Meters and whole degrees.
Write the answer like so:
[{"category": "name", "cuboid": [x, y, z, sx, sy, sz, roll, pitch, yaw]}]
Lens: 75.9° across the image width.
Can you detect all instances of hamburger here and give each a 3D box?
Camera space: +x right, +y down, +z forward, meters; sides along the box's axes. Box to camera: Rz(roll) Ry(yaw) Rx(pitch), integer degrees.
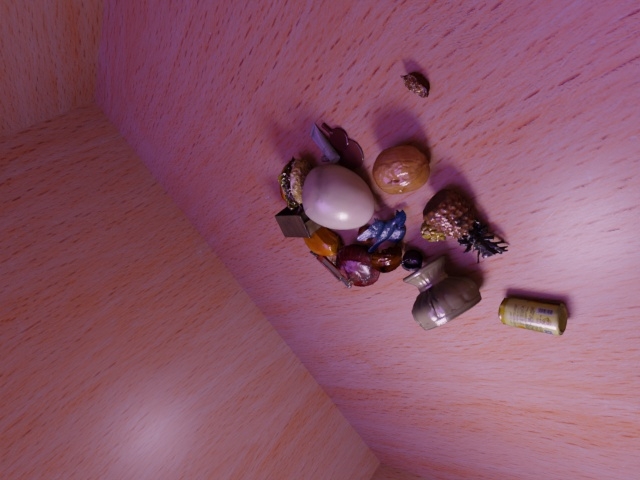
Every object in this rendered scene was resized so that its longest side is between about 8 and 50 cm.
[{"category": "hamburger", "cuboid": [-0.103, -0.276, 2.000, 0.139, 0.243, 0.261, 5, 135, 21]}]

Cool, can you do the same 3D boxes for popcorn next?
[{"category": "popcorn", "cuboid": [0.472, -0.044, 1.689, 0.116, 0.121, 0.106, 49, -179, 12]}]

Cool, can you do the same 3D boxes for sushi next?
[{"category": "sushi", "cuboid": [0.325, -0.534, 1.406, 0.118, 0.060, 0.061, 35, 149, 22]}]

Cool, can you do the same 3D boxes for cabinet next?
[{"category": "cabinet", "cuboid": [-0.095, -0.115, 2.201, 0.215, 0.175, 0.148, 2, 125, 47]}]

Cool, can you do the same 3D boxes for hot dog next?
[{"category": "hot dog", "cuboid": [0.313, 0.090, 1.926, 0.227, 0.161, 0.099, 68, -177, -77]}]

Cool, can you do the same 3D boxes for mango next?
[{"category": "mango", "cuboid": [0.000, 0.000, 2.254, 0.252, 0.126, 0.153, 24, 128, 34]}]

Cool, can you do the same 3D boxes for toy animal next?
[{"category": "toy animal", "cuboid": [0.290, -0.041, 1.852, 0.176, 0.239, 0.255, 51, 126, 58]}]

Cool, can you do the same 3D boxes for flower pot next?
[{"category": "flower pot", "cuboid": [0.507, 0.215, 1.774, 0.244, 0.308, 0.307, 61, 148, 10]}]

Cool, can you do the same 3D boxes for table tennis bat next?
[{"category": "table tennis bat", "cuboid": [0.061, -0.461, 1.806, 0.155, 0.019, 0.098, 45, 140, 12]}, {"category": "table tennis bat", "cuboid": [0.095, -0.384, 1.857, 0.247, 0.022, 0.138, 2, 121, 46]}]

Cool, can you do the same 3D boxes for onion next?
[{"category": "onion", "cuboid": [0.185, 0.141, 2.101, 0.252, 0.219, 0.252, 23, 142, 19]}]

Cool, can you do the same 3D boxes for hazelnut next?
[{"category": "hazelnut", "cuboid": [0.224, -0.027, 2.020, 0.086, 0.086, 0.086, 30, 142, 26]}]

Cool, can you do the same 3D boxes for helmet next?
[{"category": "helmet", "cuboid": [0.424, 0.087, 1.902, 0.098, 0.070, 0.123, 8, 152, 5]}]

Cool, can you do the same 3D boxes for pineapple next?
[{"category": "pineapple", "cuboid": [0.560, -0.045, 1.572, 0.341, 0.169, 0.169, 37, 147, -5]}]

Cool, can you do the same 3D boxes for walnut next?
[{"category": "walnut", "cuboid": [0.309, -0.274, 1.584, 0.226, 0.193, 0.193, -16, 111, 50]}]

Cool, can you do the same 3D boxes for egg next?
[{"category": "egg", "cuboid": [0.078, -0.188, 1.839, 0.345, 0.283, 0.283, 23, 142, 8]}]

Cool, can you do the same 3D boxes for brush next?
[{"category": "brush", "cuboid": [0.065, 0.161, 2.392, 0.323, 0.051, 0.070, 44, 177, 7]}]

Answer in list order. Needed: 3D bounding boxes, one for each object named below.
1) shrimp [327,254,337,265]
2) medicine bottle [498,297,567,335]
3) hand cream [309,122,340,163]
[{"category": "shrimp", "cuboid": [0.116, 0.124, 2.324, 0.251, 0.052, 0.143, 40, 158, 24]}, {"category": "medicine bottle", "cuboid": [0.827, 0.294, 1.618, 0.239, 0.124, 0.124, 5, 127, 48]}, {"category": "hand cream", "cuboid": [0.015, -0.435, 1.857, 0.204, 0.050, 0.078, 55, 151, 20]}]
